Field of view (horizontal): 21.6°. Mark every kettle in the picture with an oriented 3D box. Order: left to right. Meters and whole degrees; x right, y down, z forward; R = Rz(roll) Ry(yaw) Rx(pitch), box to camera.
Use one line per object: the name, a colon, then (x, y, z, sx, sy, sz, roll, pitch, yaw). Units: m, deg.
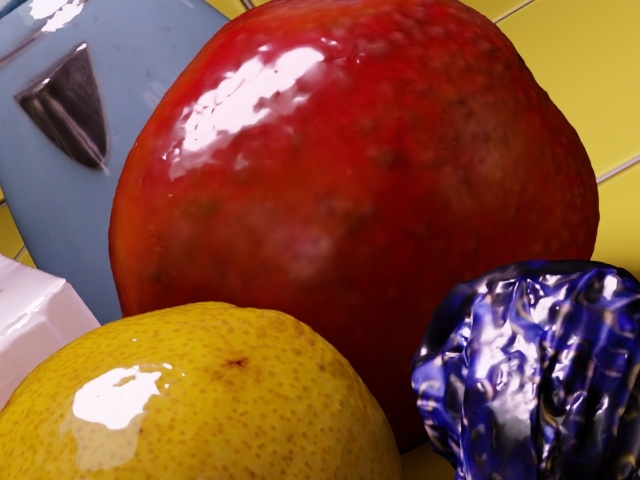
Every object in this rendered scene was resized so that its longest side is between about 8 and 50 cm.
kettle: (-0.109, -0.062, 1.223, 0.247, 0.342, 0.319, -32, 14, 12)

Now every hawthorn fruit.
hawthorn fruit: (0.000, 0.000, 0.949, 0.307, 0.265, 0.265, -40, 15, -24)

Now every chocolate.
chocolate: (0.069, 0.147, 0.629, 0.148, 0.126, 0.343, -18, 26, 25)

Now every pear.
pear: (-0.056, 0.124, 0.770, 0.209, 0.209, 0.209, -32, 14, 9)

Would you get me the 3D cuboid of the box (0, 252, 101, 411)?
box: (-0.170, 0.119, 1.069, 0.111, 0.194, 0.260, -39, 14, -16)
